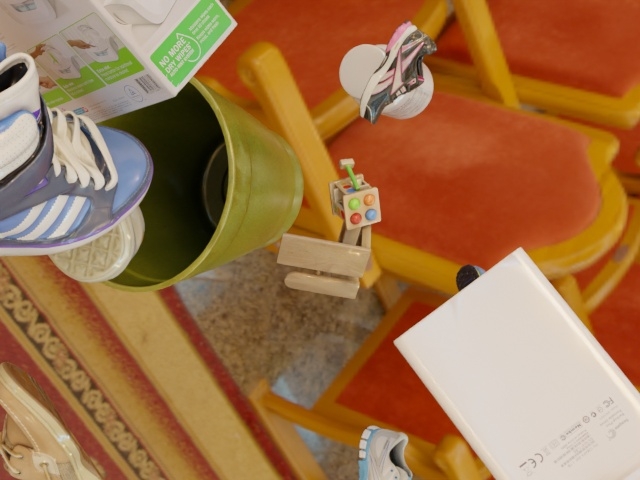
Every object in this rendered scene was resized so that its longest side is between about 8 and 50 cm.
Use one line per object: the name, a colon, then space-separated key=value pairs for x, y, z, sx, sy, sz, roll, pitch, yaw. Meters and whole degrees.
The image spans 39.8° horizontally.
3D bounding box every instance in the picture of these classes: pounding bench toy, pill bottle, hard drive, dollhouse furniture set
pounding bench toy: x=0.047 y=-0.067 z=1.230 sx=0.052 sy=0.065 sz=0.083 roll=-16 pitch=118 yaw=-15
pill bottle: x=0.127 y=-0.314 z=1.734 sx=0.229 sy=0.131 sz=0.131 roll=-3 pitch=99 yaw=-65
hard drive: x=0.274 y=0.197 z=1.139 sx=0.210 sy=0.318 sz=0.040 roll=-37 pitch=168 yaw=-1
dollhouse furniture set: x=0.000 y=0.000 z=1.305 sx=0.144 sy=0.123 sz=0.151 roll=105 pitch=-8 yaw=-45

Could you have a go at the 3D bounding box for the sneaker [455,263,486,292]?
sneaker: x=0.322 y=0.142 z=1.691 sx=0.082 sy=0.069 sz=0.209 roll=23 pitch=44 yaw=-38

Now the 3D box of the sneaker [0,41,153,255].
sneaker: x=-0.253 y=-0.084 z=0.800 sx=0.323 sy=0.236 sz=0.130 roll=-19 pitch=76 yaw=-42

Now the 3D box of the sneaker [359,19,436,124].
sneaker: x=0.126 y=-0.261 z=1.434 sx=0.178 sy=0.077 sz=0.072 roll=-63 pitch=171 yaw=28

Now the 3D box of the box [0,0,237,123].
box: x=-0.265 y=-0.251 z=0.945 sx=0.231 sy=0.262 sz=0.126 roll=49 pitch=59 yaw=-26

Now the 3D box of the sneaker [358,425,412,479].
sneaker: x=0.100 y=0.383 z=1.363 sx=0.071 sy=0.083 sz=0.190 roll=21 pitch=68 yaw=-49

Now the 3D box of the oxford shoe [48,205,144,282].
oxford shoe: x=-0.383 y=-0.145 z=1.214 sx=0.449 sy=0.169 sz=0.130 roll=60 pitch=9 yaw=2

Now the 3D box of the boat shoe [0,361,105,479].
boat shoe: x=-0.433 y=0.321 z=1.354 sx=0.110 sy=0.122 sz=0.341 roll=-33 pitch=136 yaw=-18

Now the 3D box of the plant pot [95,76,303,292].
plant pot: x=-0.213 y=-0.101 z=1.544 sx=0.353 sy=0.367 sz=0.366 roll=0 pitch=97 yaw=-63
